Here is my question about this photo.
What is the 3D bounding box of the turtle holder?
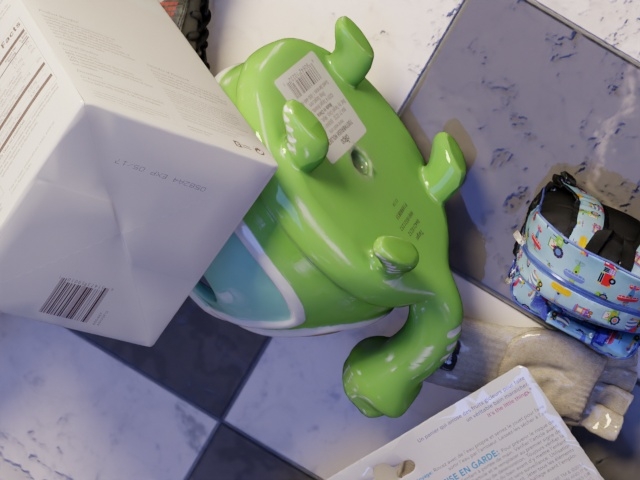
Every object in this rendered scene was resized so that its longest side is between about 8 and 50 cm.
[{"bbox_3d":[-0.003,-0.017,1.634,0.227,0.243,0.320,-30,129,32],"label":"turtle holder"}]

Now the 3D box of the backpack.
[{"bbox_3d":[0.240,0.030,1.607,0.158,0.173,0.117,28,105,3],"label":"backpack"}]

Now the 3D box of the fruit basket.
[{"bbox_3d":[0.153,0.331,1.696,0.327,0.165,0.353,-34,90,19],"label":"fruit basket"}]

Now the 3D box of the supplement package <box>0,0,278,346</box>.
[{"bbox_3d":[-0.210,-0.084,1.495,0.198,0.199,0.263,-54,45,19],"label":"supplement package"}]

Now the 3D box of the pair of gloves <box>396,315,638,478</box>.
[{"bbox_3d":[0.181,0.186,1.717,0.204,0.042,0.240,10,110,2],"label":"pair of gloves"}]

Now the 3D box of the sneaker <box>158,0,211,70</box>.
[{"bbox_3d":[-0.140,-0.185,1.673,0.135,0.097,0.276,32,107,3],"label":"sneaker"}]
